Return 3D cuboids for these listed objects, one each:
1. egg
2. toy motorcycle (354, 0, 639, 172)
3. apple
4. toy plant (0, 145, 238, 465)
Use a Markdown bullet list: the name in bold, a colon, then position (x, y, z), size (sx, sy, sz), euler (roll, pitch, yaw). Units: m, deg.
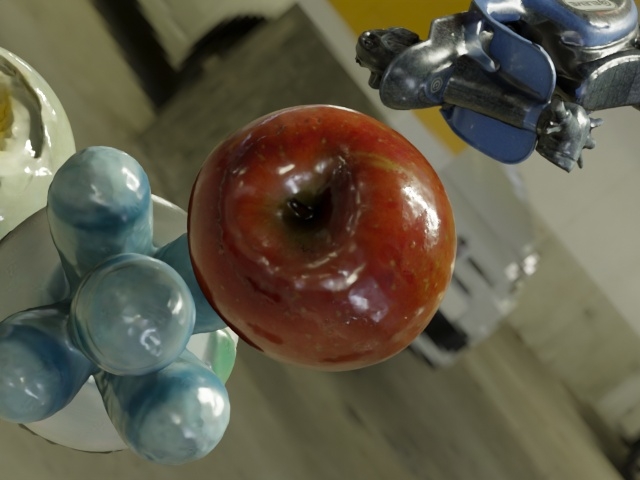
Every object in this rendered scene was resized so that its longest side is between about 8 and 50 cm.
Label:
- **egg**: position (-0.403, -0.064, 1.947), size (0.278, 0.278, 0.336), euler (51, -29, 5)
- **toy motorcycle**: position (0.200, -0.144, 1.576), size (0.358, 0.125, 0.213), euler (-15, 39, -42)
- **apple**: position (0.000, 0.000, 1.229), size (0.181, 0.181, 0.168), euler (52, -10, 11)
- **toy plant**: position (-0.155, 0.056, 1.426), size (0.247, 0.247, 0.332), euler (50, -12, -3)
